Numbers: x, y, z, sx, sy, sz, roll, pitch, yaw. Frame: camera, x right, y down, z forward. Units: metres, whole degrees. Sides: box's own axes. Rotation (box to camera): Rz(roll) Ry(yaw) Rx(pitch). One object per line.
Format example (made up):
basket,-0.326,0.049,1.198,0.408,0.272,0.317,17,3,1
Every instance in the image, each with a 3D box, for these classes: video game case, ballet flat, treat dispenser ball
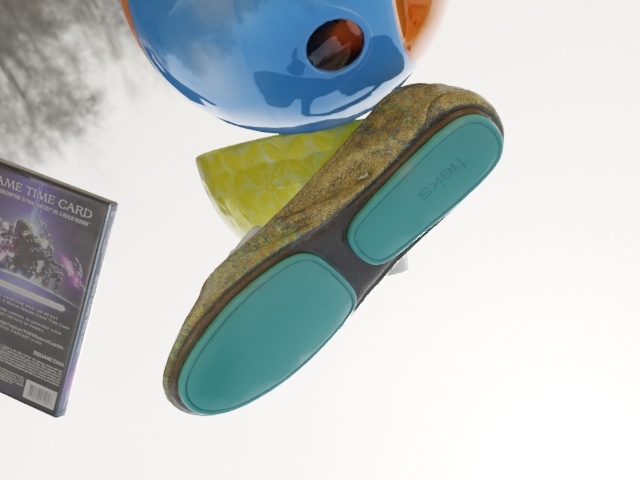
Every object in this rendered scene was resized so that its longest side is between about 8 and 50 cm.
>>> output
video game case,-0.363,0.054,1.472,0.196,0.274,0.026,20,-169,20
ballet flat,0.000,0.000,0.993,0.348,0.123,0.123,-43,-159,-1
treat dispenser ball,-0.030,-0.235,1.033,0.288,0.288,0.288,-23,-159,9

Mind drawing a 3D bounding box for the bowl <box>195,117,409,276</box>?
bowl,0.023,-0.035,1.263,0.289,0.156,0.289,-9,-179,0
